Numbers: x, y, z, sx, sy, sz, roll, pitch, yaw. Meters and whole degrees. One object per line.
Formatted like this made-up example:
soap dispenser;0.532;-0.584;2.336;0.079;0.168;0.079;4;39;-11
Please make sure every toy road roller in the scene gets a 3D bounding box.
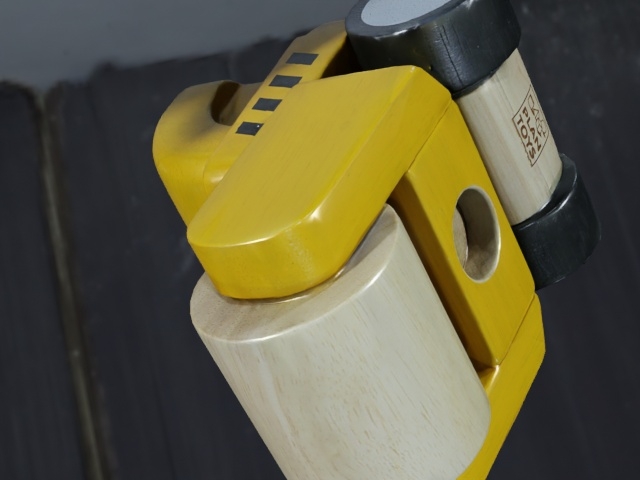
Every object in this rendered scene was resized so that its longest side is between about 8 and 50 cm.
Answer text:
toy road roller;0.000;0.000;0.880;0.240;0.329;0.202;-7;124;33
